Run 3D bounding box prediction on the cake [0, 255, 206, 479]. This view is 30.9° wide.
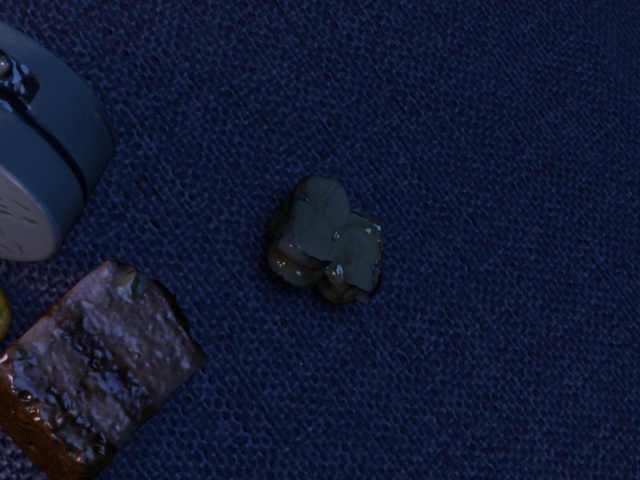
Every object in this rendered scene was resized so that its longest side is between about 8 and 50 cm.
[{"bbox_3d":[-0.270,0.153,1.472,0.196,0.198,0.293,49,60,-2],"label":"cake"}]

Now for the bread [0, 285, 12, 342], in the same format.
[{"bbox_3d":[-0.482,0.077,1.473,0.149,0.065,0.188,-23,82,-39],"label":"bread"}]

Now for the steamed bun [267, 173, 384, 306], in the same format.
[{"bbox_3d":[0.000,0.000,1.694,0.177,0.106,0.192,27,52,-30],"label":"steamed bun"}]

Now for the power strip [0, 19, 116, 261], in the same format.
[{"bbox_3d":[-0.424,-0.128,1.386,0.357,0.357,0.161,32,63,-13],"label":"power strip"}]
